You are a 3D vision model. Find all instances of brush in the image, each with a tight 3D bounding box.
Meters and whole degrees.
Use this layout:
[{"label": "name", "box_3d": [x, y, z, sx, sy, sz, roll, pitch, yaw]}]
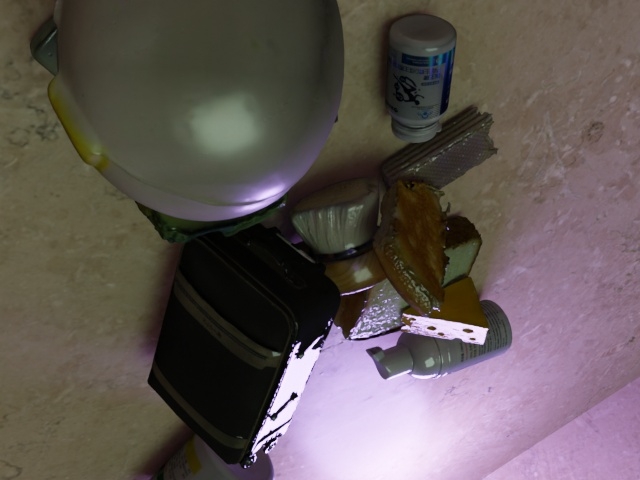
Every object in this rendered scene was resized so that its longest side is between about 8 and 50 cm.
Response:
[{"label": "brush", "box_3d": [0.000, 0.000, 1.266, 0.266, 0.174, 0.166, -13, 111, 20]}]

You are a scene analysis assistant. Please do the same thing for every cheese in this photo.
[{"label": "cheese", "box_3d": [0.259, 0.166, 1.517, 0.171, 0.126, 0.093, -10, 149, -2]}]

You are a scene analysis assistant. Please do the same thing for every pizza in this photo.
[{"label": "pizza", "box_3d": [0.167, -0.016, 1.225, 0.071, 0.297, 0.189, -24, 120, 36]}]

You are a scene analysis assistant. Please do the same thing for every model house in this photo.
[{"label": "model house", "box_3d": [-0.176, -0.072, 1.046, 0.193, 0.170, 0.211, -25, 176, -20]}]

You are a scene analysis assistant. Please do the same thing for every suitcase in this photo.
[{"label": "suitcase", "box_3d": [-0.150, 0.180, 1.229, 0.194, 0.283, 0.434, -22, 143, -49]}]

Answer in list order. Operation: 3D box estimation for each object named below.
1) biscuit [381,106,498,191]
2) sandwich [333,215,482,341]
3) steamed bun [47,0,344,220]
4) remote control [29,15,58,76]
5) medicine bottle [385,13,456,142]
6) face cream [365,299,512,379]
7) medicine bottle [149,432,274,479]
[{"label": "biscuit", "box_3d": [0.228, -0.155, 1.334, 0.238, 0.062, 0.108, -31, 142, -3]}, {"label": "sandwich", "box_3d": [0.182, 0.087, 1.508, 0.301, 0.099, 0.271, -11, 139, -31]}, {"label": "steamed bun", "box_3d": [-0.133, -0.209, 0.801, 0.333, 0.374, 0.334, 1, 157, 0]}, {"label": "remote control", "box_3d": [-0.275, -0.215, 0.942, 0.098, 0.038, 0.233, -39, 141, 5]}, {"label": "medicine bottle", "box_3d": [0.161, -0.260, 1.147, 0.106, 0.107, 0.192, -20, 137, -18]}, {"label": "face cream", "box_3d": [0.278, 0.260, 1.708, 0.369, 0.145, 0.146, -14, 136, -22]}, {"label": "medicine bottle", "box_3d": [-0.285, 0.582, 1.577, 0.340, 0.208, 0.208, -46, 139, 13]}]
